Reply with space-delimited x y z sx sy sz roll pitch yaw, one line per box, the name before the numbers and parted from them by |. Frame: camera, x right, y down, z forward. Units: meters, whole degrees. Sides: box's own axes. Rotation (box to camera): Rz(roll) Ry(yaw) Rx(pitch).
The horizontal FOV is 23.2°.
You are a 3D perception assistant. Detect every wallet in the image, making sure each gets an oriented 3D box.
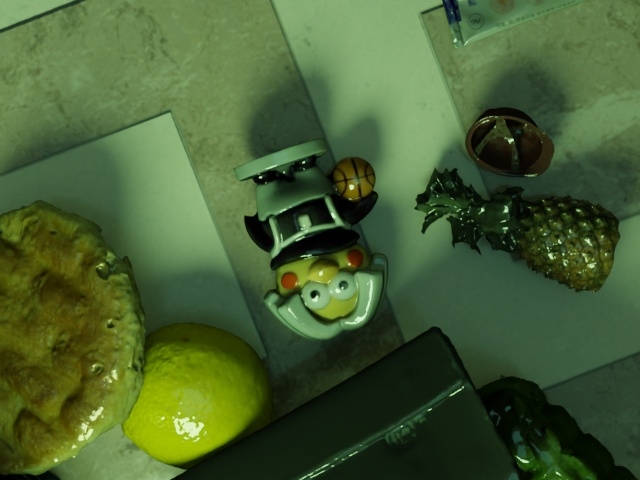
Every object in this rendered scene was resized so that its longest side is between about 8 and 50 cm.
wallet | 0.009 0.284 1.743 0.406 0.062 0.228 -30 61 5

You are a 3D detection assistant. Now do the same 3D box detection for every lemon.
lemon | -0.146 0.189 1.872 0.203 0.178 0.178 16 92 1

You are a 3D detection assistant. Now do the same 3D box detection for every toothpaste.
toothpaste | 0.309 -0.327 1.918 0.323 0.066 0.100 -15 98 3

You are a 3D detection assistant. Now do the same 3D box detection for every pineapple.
pineapple | 0.238 -0.017 1.914 0.251 0.125 0.125 18 92 2

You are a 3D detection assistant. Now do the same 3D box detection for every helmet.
helmet | 0.235 -0.130 1.927 0.111 0.057 0.089 21 128 -8

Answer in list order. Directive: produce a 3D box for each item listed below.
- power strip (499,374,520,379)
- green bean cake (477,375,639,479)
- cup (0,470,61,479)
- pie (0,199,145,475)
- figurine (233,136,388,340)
power strip | 0.239 0.253 1.962 0.076 0.028 0.169 -8 93 -1
green bean cake | 0.219 0.363 1.830 0.335 0.218 0.319 45 101 14
cup | -0.384 0.423 1.818 0.242 0.292 0.308 -36 93 0
pie | -0.345 0.121 1.844 0.339 0.083 0.339 -5 79 29
figurine | 0.000 0.000 1.891 0.176 0.133 0.236 -18 90 1
